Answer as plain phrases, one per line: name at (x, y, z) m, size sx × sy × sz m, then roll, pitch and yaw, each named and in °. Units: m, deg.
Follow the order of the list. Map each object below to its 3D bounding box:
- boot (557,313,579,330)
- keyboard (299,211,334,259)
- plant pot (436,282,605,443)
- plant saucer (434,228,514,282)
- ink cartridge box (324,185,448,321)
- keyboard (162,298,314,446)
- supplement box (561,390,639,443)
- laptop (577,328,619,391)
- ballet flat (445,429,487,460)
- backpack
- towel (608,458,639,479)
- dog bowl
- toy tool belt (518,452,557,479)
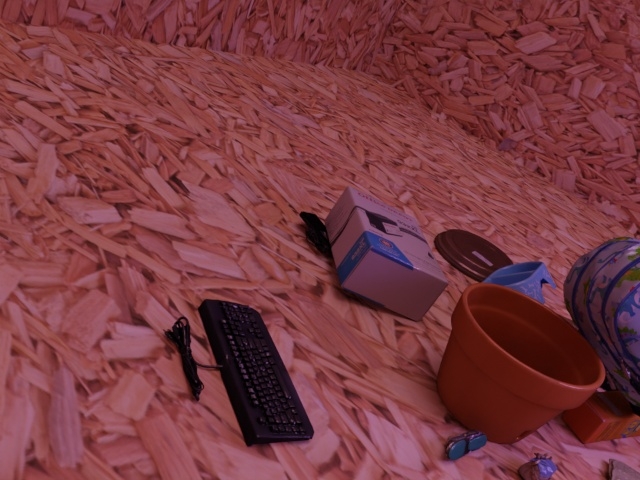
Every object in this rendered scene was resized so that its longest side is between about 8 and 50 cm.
boot at (0.725, 0.296, 1.529) m, size 0.269 × 0.089 × 0.236 m, roll 23°, pitch 12°, yaw -7°
keyboard at (0.000, 0.000, 1.506) m, size 0.100 × 0.038 × 0.192 m, roll 12°, pitch 32°, yaw -51°
plant pot at (0.358, 0.248, 1.159) m, size 0.290 × 0.204 × 0.291 m, roll 21°, pitch 26°, yaw -11°
plant saucer at (0.480, 0.047, 1.825) m, size 0.277 × 0.041 × 0.278 m, roll 21°, pitch 27°, yaw -11°
ink cartridge box at (0.149, 0.023, 1.451) m, size 0.223 × 0.129 × 0.307 m, roll 24°, pitch 25°, yaw -20°
keyboard at (-0.145, 0.205, 0.997) m, size 0.201 × 0.033 × 0.317 m, roll 7°, pitch 31°, yaw -32°
supplement box at (0.636, 0.380, 1.302) m, size 0.233 × 0.078 × 0.080 m, roll 5°, pitch 33°, yaw -34°
laptop at (0.680, 0.269, 1.368) m, size 0.264 × 0.234 × 0.136 m, roll 28°, pitch 27°, yaw 6°
ballet flat at (0.246, 0.359, 1.055) m, size 0.114 × 0.041 × 0.041 m, roll 0°, pitch 35°, yaw -41°
backpack at (0.654, 0.155, 1.178) m, size 0.356 × 0.290 × 0.273 m, roll 52°, pitch 9°, yaw 5°
towel at (0.622, 0.488, 1.147) m, size 0.148 × 0.027 × 0.110 m, roll 31°, pitch 28°, yaw 12°
dog bowl at (0.508, 0.121, 1.564) m, size 0.165 × 0.074 × 0.297 m, roll -12°, pitch 5°, yaw 34°
toy tool belt at (0.399, 0.407, 1.073) m, size 0.083 × 0.051 × 0.052 m, roll 6°, pitch 32°, yaw -35°
